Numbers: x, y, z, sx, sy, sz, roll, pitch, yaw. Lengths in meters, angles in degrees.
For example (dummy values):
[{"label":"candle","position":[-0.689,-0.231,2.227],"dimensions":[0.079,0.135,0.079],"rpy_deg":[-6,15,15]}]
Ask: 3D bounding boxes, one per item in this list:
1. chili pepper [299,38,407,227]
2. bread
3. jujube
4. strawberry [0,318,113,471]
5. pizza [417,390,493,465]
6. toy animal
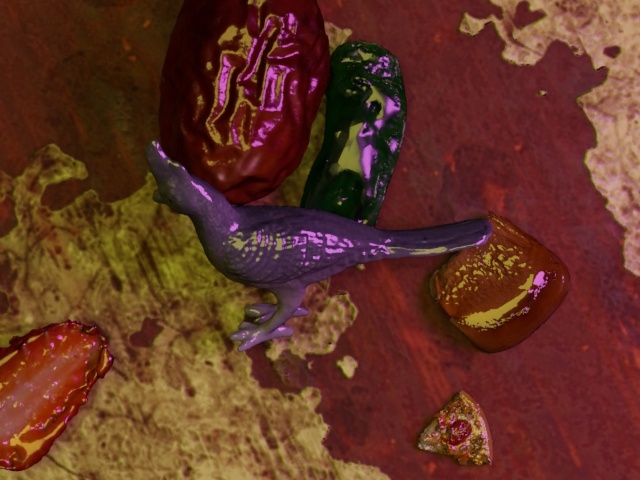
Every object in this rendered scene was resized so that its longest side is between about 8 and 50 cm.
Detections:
[{"label":"chili pepper","position":[0.037,-0.098,1.688],"dimensions":[0.098,0.061,0.224],"rpy_deg":[9,84,-2]},{"label":"bread","position":[0.185,0.046,1.673],"dimensions":[0.126,0.044,0.129],"rpy_deg":[43,93,8]},{"label":"jujube","position":[-0.080,-0.164,1.647],"dimensions":[0.174,0.174,0.250],"rpy_deg":[18,93,6]},{"label":"strawberry","position":[-0.303,0.158,1.690],"dimensions":[0.188,0.082,0.121],"rpy_deg":[-38,103,-9]},{"label":"pizza","position":[0.139,0.205,1.671],"dimensions":[0.078,0.025,0.083],"rpy_deg":[-23,85,0]},{"label":"toy animal","position":[-0.028,0.023,1.630],"dimensions":[0.367,0.081,0.205],"rpy_deg":[13,125,-18]}]
